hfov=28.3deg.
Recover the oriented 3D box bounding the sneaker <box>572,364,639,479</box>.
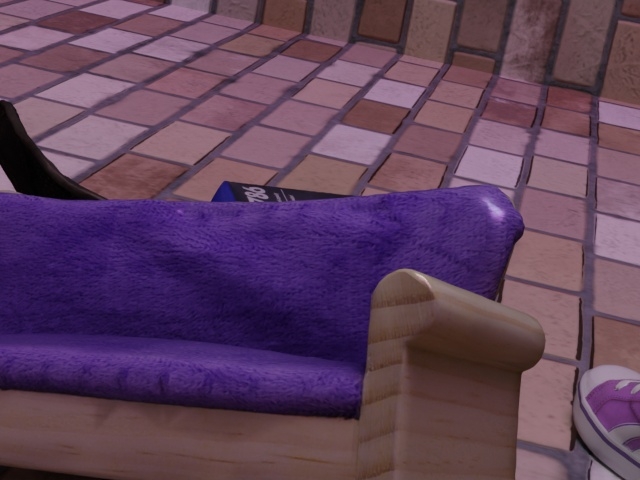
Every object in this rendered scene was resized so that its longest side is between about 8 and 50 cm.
[{"bbox_3d":[0.299,0.128,0.989,0.102,0.161,0.282,1,20,-20],"label":"sneaker"}]

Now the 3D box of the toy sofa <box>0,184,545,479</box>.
[{"bbox_3d":[-0.090,0.048,0.595,0.363,0.177,0.150,1,-9,27],"label":"toy sofa"}]

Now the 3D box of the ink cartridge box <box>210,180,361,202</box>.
[{"bbox_3d":[0.000,0.000,1.339,0.333,0.065,0.165,4,21,-15],"label":"ink cartridge box"}]

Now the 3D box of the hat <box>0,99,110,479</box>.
[{"bbox_3d":[-0.163,0.070,0.857,0.134,0.331,0.331,-41,41,-14],"label":"hat"}]
